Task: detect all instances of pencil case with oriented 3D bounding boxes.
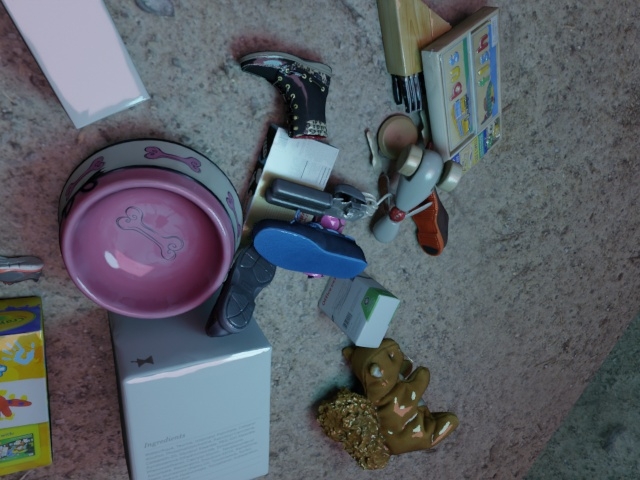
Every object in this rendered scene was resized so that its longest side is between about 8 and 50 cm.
[{"bbox_3d":[0.000,0.000,1.431,0.098,0.095,0.210,15,103,-17],"label":"pencil case"}]

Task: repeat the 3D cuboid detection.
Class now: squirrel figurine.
[{"bbox_3d":[0.181,0.520,1.663,0.396,0.281,0.371,-36,118,-13],"label":"squirrel figurine"}]

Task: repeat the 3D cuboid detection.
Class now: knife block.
[{"bbox_3d":[0.214,-0.477,1.325,0.275,0.088,0.242,22,100,-35],"label":"knife block"}]

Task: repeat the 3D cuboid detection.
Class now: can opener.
[{"bbox_3d":[-0.005,-0.114,1.322,0.283,0.095,0.076,14,143,-27],"label":"can opener"}]

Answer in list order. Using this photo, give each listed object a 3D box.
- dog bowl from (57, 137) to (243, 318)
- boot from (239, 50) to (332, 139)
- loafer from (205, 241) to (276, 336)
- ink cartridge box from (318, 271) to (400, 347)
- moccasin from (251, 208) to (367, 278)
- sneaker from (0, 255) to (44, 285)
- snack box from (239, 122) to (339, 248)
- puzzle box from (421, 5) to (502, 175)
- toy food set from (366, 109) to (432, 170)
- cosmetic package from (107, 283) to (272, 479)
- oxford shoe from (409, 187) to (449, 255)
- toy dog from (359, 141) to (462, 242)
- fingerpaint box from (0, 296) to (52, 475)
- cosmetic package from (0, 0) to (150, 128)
[{"bbox_3d":[-0.369,-0.005,1.128,0.407,0.150,0.409,-5,120,-9],"label":"dog bowl"},{"bbox_3d":[-0.075,-0.336,1.205,0.236,0.085,0.179,0,90,-32],"label":"boot"},{"bbox_3d":[-0.192,0.107,1.222,0.095,0.303,0.109,-29,114,31],"label":"loafer"},{"bbox_3d":[0.106,0.182,1.492,0.092,0.219,0.160,15,105,-36],"label":"ink cartridge box"},{"bbox_3d":[-0.033,0.011,1.304,0.341,0.117,0.137,23,129,-39],"label":"moccasin"},{"bbox_3d":[-0.687,0.072,1.110,0.157,0.061,0.065,5,116,-29],"label":"sneaker"},{"bbox_3d":[-0.094,-0.120,1.340,0.187,0.060,0.322,14,105,-32],"label":"snack box"},{"bbox_3d":[0.404,-0.389,1.421,0.272,0.052,0.409,-40,134,-23],"label":"puzzle box"},{"bbox_3d":[0.216,-0.287,1.452,0.191,0.038,0.133,-22,114,-12],"label":"toy food set"},{"bbox_3d":[-0.327,0.371,1.275,0.327,0.329,0.394,-8,116,-24],"label":"cosmetic package"},{"bbox_3d":[0.340,-0.089,1.587,0.098,0.096,0.272,-41,129,-38],"label":"oxford shoe"},{"bbox_3d":[0.245,-0.153,1.443,0.220,0.161,0.333,41,129,-21],"label":"toy dog"},{"bbox_3d":[-0.827,0.334,1.089,0.444,0.163,0.372,-4,115,-27],"label":"fingerpaint box"},{"bbox_3d":[-0.471,-0.409,0.923,0.155,0.197,0.366,-30,125,-14],"label":"cosmetic package"}]
